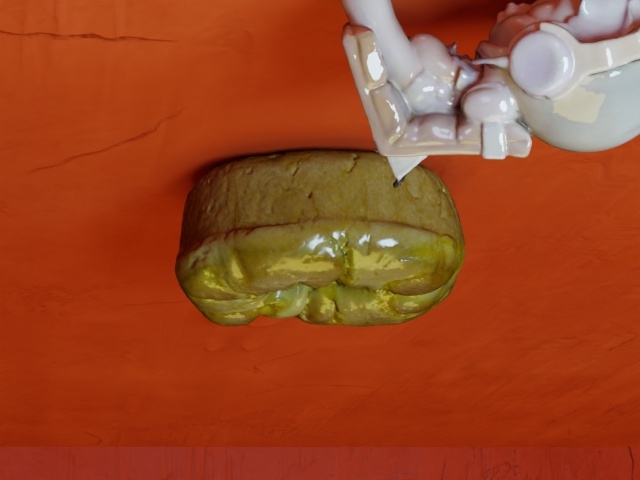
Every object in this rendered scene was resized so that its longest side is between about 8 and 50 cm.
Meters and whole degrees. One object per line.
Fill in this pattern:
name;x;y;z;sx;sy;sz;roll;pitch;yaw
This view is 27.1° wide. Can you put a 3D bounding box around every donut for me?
donut;0.000;0.000;1.204;0.261;0.128;0.208;-1;161;-4

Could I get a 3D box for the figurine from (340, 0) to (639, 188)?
figurine;0.137;-0.122;0.870;0.237;0.141;0.162;-9;-171;15
